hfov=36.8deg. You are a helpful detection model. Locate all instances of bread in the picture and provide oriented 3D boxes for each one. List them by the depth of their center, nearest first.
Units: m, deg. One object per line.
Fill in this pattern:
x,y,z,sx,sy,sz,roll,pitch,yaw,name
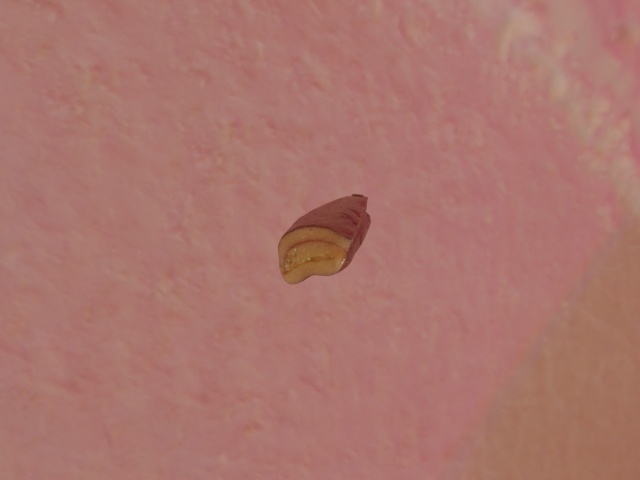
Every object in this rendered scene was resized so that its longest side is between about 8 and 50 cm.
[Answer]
0.000,-0.001,1.159,0.067,0.119,0.192,63,13,-8,bread
